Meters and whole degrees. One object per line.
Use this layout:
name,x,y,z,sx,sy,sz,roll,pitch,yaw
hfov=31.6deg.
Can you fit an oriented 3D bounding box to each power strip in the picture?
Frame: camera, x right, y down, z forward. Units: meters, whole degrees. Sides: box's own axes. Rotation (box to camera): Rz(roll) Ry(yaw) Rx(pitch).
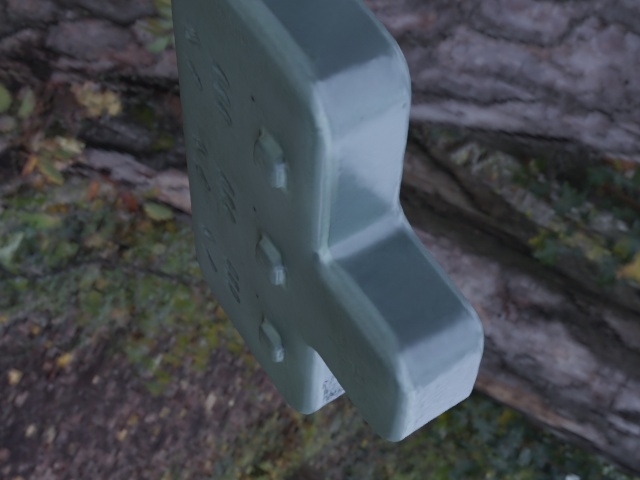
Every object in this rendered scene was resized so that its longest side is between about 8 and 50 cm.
power strip,-0.001,0.000,0.525,0.059,0.193,0.265,-27,150,-19
